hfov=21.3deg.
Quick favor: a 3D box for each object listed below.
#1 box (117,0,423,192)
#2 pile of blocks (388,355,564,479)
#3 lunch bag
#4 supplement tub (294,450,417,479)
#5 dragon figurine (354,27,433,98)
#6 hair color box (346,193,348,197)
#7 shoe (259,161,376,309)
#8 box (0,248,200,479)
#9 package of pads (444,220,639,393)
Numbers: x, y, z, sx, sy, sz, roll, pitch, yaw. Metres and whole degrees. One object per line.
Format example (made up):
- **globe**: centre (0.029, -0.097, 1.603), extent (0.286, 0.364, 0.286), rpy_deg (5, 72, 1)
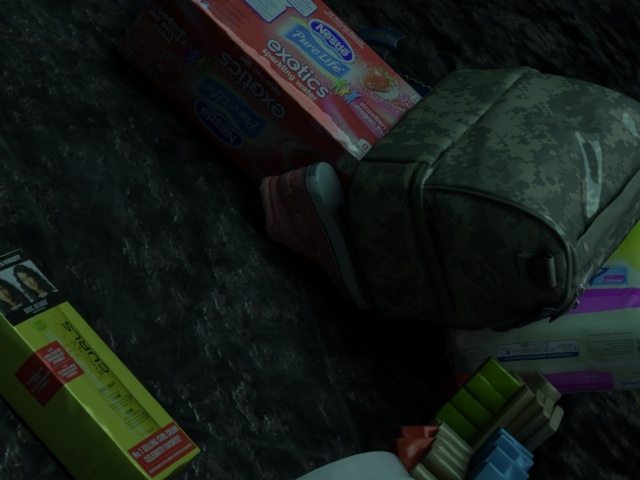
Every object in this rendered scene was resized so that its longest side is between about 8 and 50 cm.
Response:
- **box**: centre (-0.053, -0.182, 1.884), extent (0.300, 0.142, 0.154), rpy_deg (43, 47, 1)
- **pile of blocks**: centre (0.138, 0.194, 1.643), extent (0.112, 0.149, 0.362), rpy_deg (43, 28, -2)
- **lunch bag**: centre (0.210, -0.042, 1.791), extent (0.305, 0.256, 0.213), rpy_deg (-42, 124, -44)
- **supplement tub**: centre (0.058, 0.342, 1.235), extent (0.235, 0.235, 0.325), rpy_deg (1, 48, -52)
- **dragon figurine**: centre (0.062, -0.197, 2.037), extent (0.144, 0.289, 0.085), rpy_deg (62, 40, -28)
- **hair color box**: centre (0.075, -0.025, 1.980), extent (0.072, 0.043, 0.141), rpy_deg (10, 43, -46)
- **shoe**: centre (0.000, 0.000, 1.829), extent (0.178, 0.081, 0.063), rpy_deg (65, 33, -23)
- **box**: centre (-0.208, 0.116, 1.389), extent (0.232, 0.058, 0.087), rpy_deg (48, 27, 8)
- **package of pads**: centre (0.257, 0.062, 1.921), extent (0.296, 0.229, 0.101), rpy_deg (-75, 158, -59)
